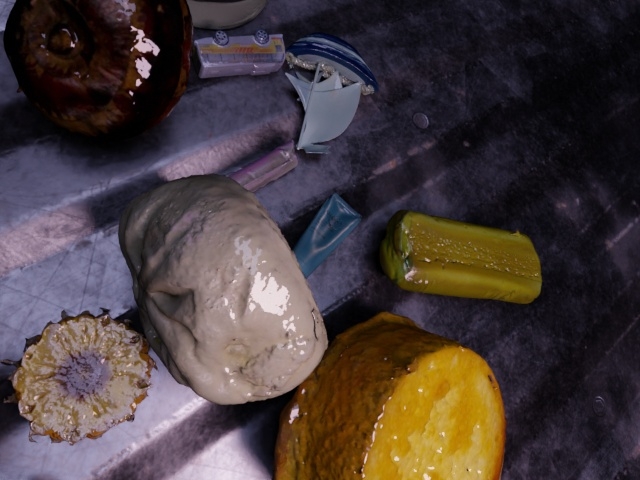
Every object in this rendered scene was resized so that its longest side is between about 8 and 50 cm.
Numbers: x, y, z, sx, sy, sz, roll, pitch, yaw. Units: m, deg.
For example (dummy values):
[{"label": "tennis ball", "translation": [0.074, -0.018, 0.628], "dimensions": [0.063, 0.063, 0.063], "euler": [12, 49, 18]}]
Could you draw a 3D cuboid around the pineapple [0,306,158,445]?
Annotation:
[{"label": "pineapple", "translation": [-0.358, 0.200, 0.679], "dimensions": [0.221, 0.047, 0.222], "euler": [6, 74, -20]}]

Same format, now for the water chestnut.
[{"label": "water chestnut", "translation": [-0.334, -0.311, 0.743], "dimensions": [0.299, 0.300, 0.301], "euler": [6, 72, -21]}]

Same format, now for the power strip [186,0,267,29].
[{"label": "power strip", "translation": [-0.230, -0.614, 0.906], "dimensions": [0.357, 0.161, 0.358], "euler": [6, 72, -21]}]

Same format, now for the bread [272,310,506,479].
[{"label": "bread", "translation": [0.123, 0.317, 0.716], "dimensions": [0.397, 0.215, 0.399], "euler": [0, 90, -38]}]

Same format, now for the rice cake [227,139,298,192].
[{"label": "rice cake", "translation": [-0.143, -0.113, 0.855], "dimensions": [0.269, 0.055, 0.049], "euler": [-35, 85, -25]}]

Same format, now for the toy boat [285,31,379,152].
[{"label": "toy boat", "translation": [-0.004, -0.326, 0.970], "dimensions": [0.210, 0.070, 0.292], "euler": [38, 67, -6]}]

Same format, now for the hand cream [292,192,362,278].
[{"label": "hand cream", "translation": [0.000, 0.000, 0.892], "dimensions": [0.083, 0.048, 0.224], "euler": [40, 59, -4]}]

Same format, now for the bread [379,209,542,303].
[{"label": "bread", "translation": [0.295, 0.043, 0.958], "dimensions": [0.383, 0.112, 0.167], "euler": [8, 68, -20]}]

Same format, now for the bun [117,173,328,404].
[{"label": "bun", "translation": [-0.150, 0.084, 0.643], "dimensions": [0.210, 0.359, 0.360], "euler": [-30, 87, -20]}]

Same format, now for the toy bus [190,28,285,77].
[{"label": "toy bus", "translation": [-0.163, -0.379, 0.921], "dimensions": [0.190, 0.064, 0.075], "euler": [-14, 86, -25]}]
